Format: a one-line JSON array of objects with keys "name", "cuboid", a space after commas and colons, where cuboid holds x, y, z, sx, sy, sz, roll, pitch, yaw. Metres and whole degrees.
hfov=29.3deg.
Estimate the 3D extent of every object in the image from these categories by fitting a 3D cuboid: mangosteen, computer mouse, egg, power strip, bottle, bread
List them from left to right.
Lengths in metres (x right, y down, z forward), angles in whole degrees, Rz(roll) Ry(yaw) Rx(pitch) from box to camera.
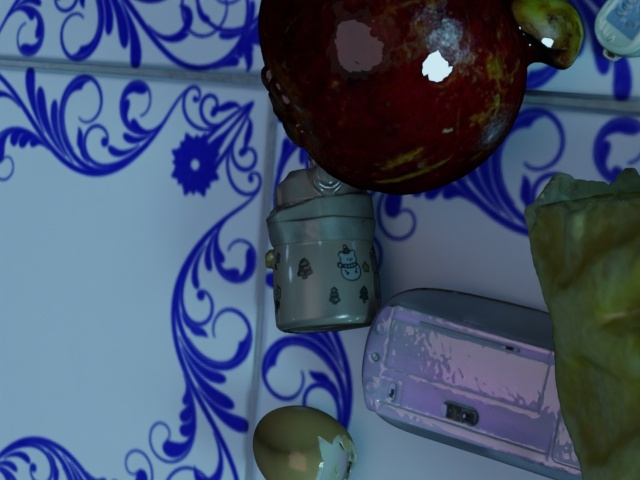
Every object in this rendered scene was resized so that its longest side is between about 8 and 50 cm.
[{"name": "egg", "cuboid": [-0.018, 0.183, 1.061, 0.096, 0.080, 0.080, 19, 104, 30]}, {"name": "bottle", "cuboid": [0.001, 0.000, 1.035, 0.099, 0.099, 0.152, -12, 79, 35]}, {"name": "mangosteen", "cuboid": [0.082, -0.153, 0.915, 0.257, 0.215, 0.215, -26, 75, -3]}, {"name": "computer mouse", "cuboid": [0.147, 0.115, 0.953, 0.245, 0.056, 0.126, 13, 99, 26]}, {"name": "power strip", "cuboid": [0.261, -0.205, 0.873, 0.047, 0.030, 0.191, 47, 117, 23]}, {"name": "bread", "cuboid": [0.265, 0.073, 0.786, 0.238, 0.196, 0.252, -2, 91, 52]}]
